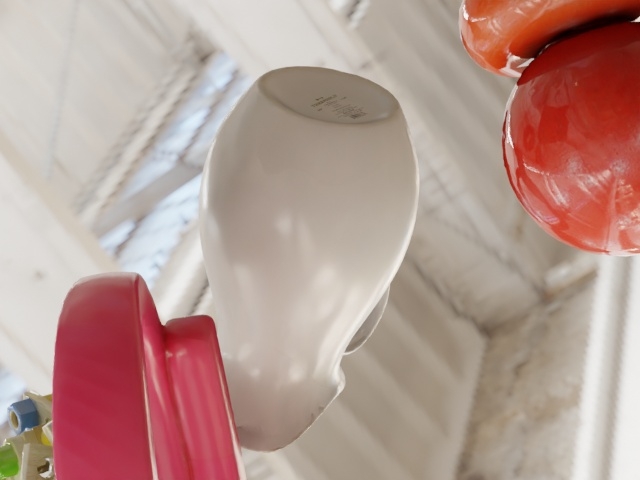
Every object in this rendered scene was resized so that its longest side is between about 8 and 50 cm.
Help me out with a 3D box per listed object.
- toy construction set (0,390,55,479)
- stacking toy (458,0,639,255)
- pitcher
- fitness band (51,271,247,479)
[{"bbox_3d":[-0.196,0.226,1.491,0.151,0.327,0.215,-14,-93,-20],"label":"toy construction set"},{"bbox_3d":[0.080,-0.152,0.681,0.141,0.141,0.330,8,-120,-57],"label":"stacking toy"},{"bbox_3d":[0.000,0.000,1.035,0.125,0.207,0.177,24,-150,23],"label":"pitcher"},{"bbox_3d":[-0.075,0.153,0.845,0.209,0.054,0.291,-83,-16,-63],"label":"fitness band"}]
